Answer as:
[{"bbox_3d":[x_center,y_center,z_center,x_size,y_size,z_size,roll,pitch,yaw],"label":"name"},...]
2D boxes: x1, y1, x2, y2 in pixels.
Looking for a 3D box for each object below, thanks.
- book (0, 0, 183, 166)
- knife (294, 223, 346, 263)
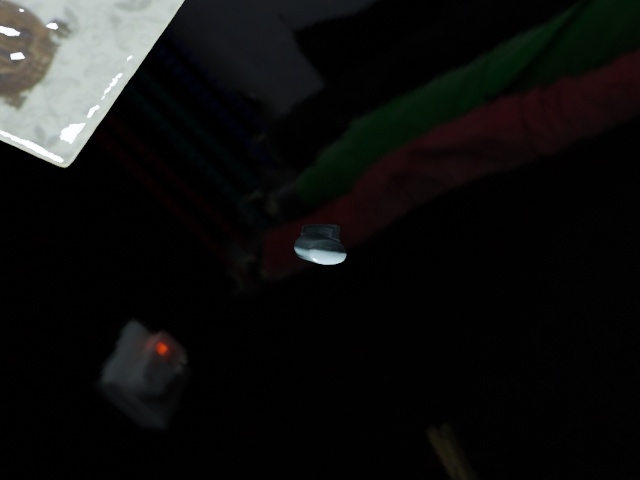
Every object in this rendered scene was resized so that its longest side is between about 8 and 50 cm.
[{"bbox_3d":[-0.159,-0.156,0.361,0.217,0.310,0.021,-48,-149,31],"label":"book"},{"bbox_3d":[0.000,0.001,0.764,0.028,0.015,0.210,-3,-177,0],"label":"knife"}]
